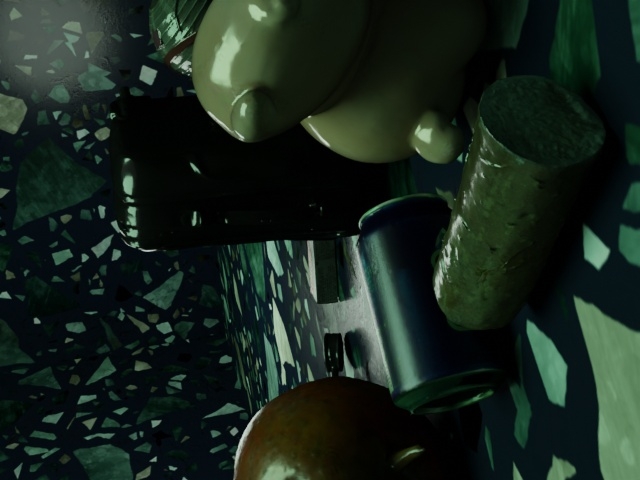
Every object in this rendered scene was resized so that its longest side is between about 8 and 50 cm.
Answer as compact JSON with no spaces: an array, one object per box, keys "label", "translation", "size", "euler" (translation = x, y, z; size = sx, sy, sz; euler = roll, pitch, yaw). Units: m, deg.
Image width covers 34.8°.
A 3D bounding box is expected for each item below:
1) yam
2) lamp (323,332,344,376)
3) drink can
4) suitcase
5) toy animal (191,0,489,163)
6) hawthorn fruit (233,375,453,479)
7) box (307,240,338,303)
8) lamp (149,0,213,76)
[{"label":"yam","translation":[0.145,-0.017,0.803],"size":[0.259,0.093,0.093],"euler":[97,161,-57]},{"label":"lamp","translation":[0.067,0.302,1.621],"size":[0.371,0.108,0.130],"euler":[-90,-13,-51]},{"label":"drink can","translation":[0.106,0.062,1.010],"size":[0.118,0.118,0.205],"euler":[108,151,-67]},{"label":"suitcase","translation":[-0.113,-0.104,1.404],"size":[0.339,0.345,0.188],"euler":[-124,32,-66]},{"label":"toy animal","translation":[0.048,-0.187,0.905],"size":[0.278,0.246,0.345],"euler":[-53,6,10]},{"label":"hawthorn fruit","translation":[0.039,0.290,1.211],"size":[0.298,0.276,0.277],"euler":[-38,59,52]},{"label":"box","translation":[0.000,0.000,1.703],"size":[0.055,0.039,0.218],"euler":[-121,24,-60]},{"label":"lamp","translation":[-0.228,-0.436,2.057],"size":[0.265,0.233,0.233],"euler":[163,98,-68]}]
